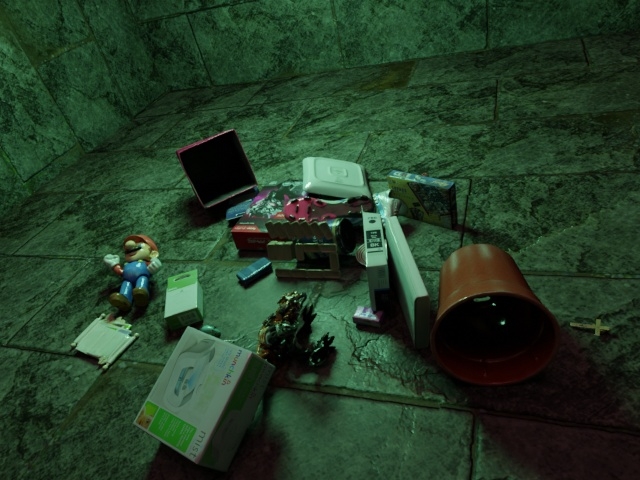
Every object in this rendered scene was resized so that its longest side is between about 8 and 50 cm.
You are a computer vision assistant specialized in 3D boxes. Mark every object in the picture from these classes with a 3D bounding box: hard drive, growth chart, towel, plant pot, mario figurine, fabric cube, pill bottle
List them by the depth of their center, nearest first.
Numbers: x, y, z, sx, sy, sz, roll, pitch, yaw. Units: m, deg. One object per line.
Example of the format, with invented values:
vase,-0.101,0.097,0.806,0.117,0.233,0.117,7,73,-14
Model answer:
plant pot,0.399,0.156,1.145,0.272,0.273,0.265,-6,29,14
hard drive,0.231,0.107,1.281,0.040,0.203,0.308,-10,41,0
growth chart,-0.700,0.318,1.540,0.237,0.021,0.172,13,44,34
pill bottle,0.000,0.000,1.594,0.219,0.123,0.123,-11,33,30
towel,-0.227,0.105,1.635,0.119,0.029,0.067,-33,39,-21
mario figurine,-0.683,0.087,1.710,0.198,0.170,0.321,11,38,-22
fabric cube,-0.455,-0.315,2.046,0.259,0.254,0.258,-26,20,-13

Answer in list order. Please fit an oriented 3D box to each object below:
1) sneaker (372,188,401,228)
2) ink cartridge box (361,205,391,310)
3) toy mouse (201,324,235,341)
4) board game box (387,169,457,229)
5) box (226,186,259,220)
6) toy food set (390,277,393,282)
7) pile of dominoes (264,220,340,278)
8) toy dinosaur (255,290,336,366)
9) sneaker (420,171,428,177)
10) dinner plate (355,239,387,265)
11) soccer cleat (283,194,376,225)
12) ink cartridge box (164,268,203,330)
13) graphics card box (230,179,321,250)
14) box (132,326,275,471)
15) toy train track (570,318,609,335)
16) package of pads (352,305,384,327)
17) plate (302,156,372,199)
sneaker,0.246,-0.099,1.632,0.082,0.071,0.191,-26,63,18
ink cartridge box,0.165,0.040,1.417,0.065,0.166,0.333,-7,34,6
toy mouse,-0.359,0.297,1.425,0.161,0.031,0.143,-31,38,-20
board game box,0.350,-0.143,1.629,0.243,0.165,0.042,20,49,39
box,-0.329,-0.150,2.012,0.136,0.037,0.225,-15,34,3
toy food set,0.256,0.115,1.442,0.083,0.020,0.083,-19,35,-4
pile of dominoes,-0.056,0.025,1.552,0.251,0.196,0.040,0,17,21
toy dinosaur,-0.092,0.273,1.297,0.218,0.164,0.322,-9,58,33
sneaker,0.390,-0.182,1.749,0.088,0.093,0.225,-40,17,14
dinner plate,0.187,0.044,1.567,0.141,0.017,0.141,-11,37,8
soccer cleat,0.036,-0.085,1.699,0.331,0.143,0.116,-2,66,7
ink cartridge box,-0.451,0.193,1.575,0.108,0.062,0.209,-18,35,-3
graphics card box,-0.161,-0.107,1.841,0.232,0.094,0.371,2,38,23
box,-0.274,0.376,1.146,0.231,0.127,0.262,12,65,34
toy train track,0.659,0.214,1.159,0.083,0.014,0.048,3,46,33
package of pads,0.137,0.215,1.342,0.083,0.032,0.050,5,40,26
plate,0.067,-0.262,1.913,0.277,0.045,0.278,8,36,-8
